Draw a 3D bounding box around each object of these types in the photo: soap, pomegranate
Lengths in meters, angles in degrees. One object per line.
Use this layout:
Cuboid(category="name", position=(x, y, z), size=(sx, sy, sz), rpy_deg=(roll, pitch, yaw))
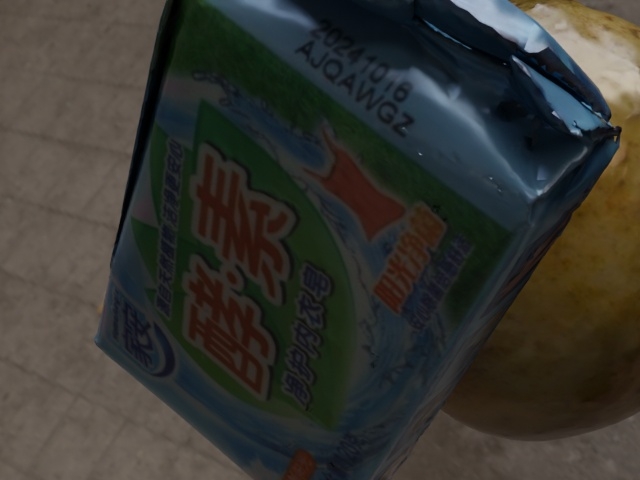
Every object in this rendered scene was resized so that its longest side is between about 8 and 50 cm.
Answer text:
Cuboid(category="soap", position=(0.000, 0.000, 0.517), size=(0.156, 0.293, 0.077), rpy_deg=(38, 50, 14))
Cuboid(category="pomegranate", position=(0.123, -0.012, 0.773), size=(0.260, 0.260, 0.260), rpy_deg=(-24, 44, 26))
